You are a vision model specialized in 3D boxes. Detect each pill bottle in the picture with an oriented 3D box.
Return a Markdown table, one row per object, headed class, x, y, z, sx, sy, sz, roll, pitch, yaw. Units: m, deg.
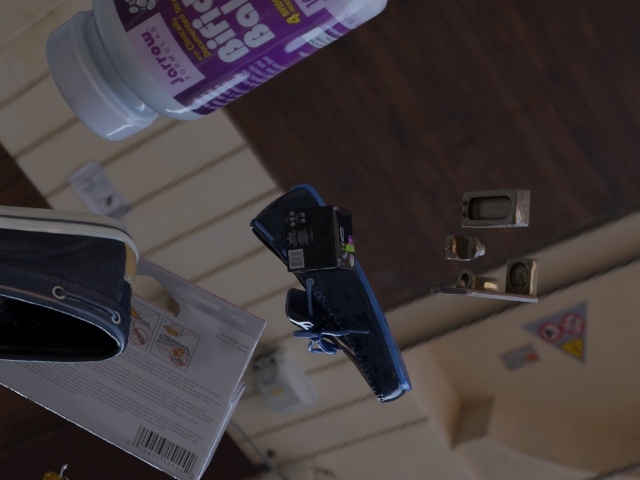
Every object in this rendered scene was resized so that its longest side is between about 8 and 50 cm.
| class | x | y | z | sx | sy | sz | roll | pitch | yaw |
| --- | --- | --- | --- | --- | --- | --- | --- | --- | --- |
| pill bottle | -0.103 | -0.216 | 1.040 | 0.301 | 0.169 | 0.169 | -28 | -162 | 19 |

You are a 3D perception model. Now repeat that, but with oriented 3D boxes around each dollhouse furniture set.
| class | x | y | z | sx | sy | sz | roll | pitch | yaw |
| --- | --- | --- | --- | --- | --- | --- | --- | --- | --- |
| dollhouse furniture set | 0.204 | 0.002 | 1.505 | 0.123 | 0.151 | 0.144 | 6 | 176 | -32 |

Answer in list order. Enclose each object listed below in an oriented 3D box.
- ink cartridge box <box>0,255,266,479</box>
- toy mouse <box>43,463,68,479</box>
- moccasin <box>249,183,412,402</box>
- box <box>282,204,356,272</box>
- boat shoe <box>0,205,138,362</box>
| class | x | y | z | sx | sy | sz | roll | pitch | yaw |
| --- | --- | --- | --- | --- | --- | --- | --- | --- | --- |
| ink cartridge box | -0.232 | 0.128 | 1.377 | 0.261 | 0.296 | 0.066 | -65 | 175 | 23 |
| toy mouse | -0.275 | 0.306 | 1.164 | 0.031 | 0.143 | 0.161 | 3 | -161 | -4 |
| moccasin | 0.009 | 0.081 | 1.451 | 0.117 | 0.137 | 0.342 | -26 | -130 | -3 |
| box | 0.000 | 0.000 | 1.082 | 0.052 | 0.062 | 0.083 | -5 | 177 | 14 |
| boat shoe | -0.418 | 0.057 | 1.124 | 0.500 | 0.156 | 0.187 | 2 | 150 | -30 |
